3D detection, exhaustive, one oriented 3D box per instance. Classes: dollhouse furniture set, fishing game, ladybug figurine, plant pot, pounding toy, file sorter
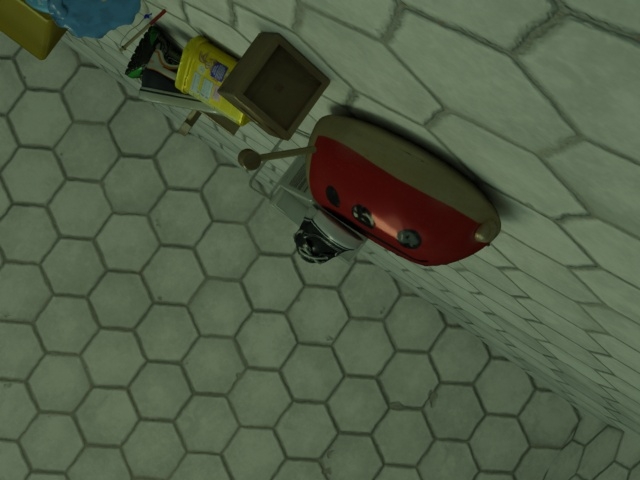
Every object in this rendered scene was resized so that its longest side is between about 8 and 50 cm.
[{"bbox_3d":[-0.281,-0.318,2.245,0.123,0.144,0.151,36,139,-11],"label":"dollhouse furniture set"},{"bbox_3d":[-0.444,-0.476,1.673,0.264,0.189,0.041,27,-148,-51],"label":"fishing game"},{"bbox_3d":[0.129,-0.080,1.545,0.449,0.161,0.305,31,173,45],"label":"ladybug figurine"},{"bbox_3d":[-0.680,-0.596,2.031,0.212,0.212,0.187,37,162,-20],"label":"plant pot"},{"bbox_3d":[-0.085,-0.214,1.442,0.181,0.206,0.094,38,175,-30],"label":"pounding toy"},{"bbox_3d":[-0.003,-0.111,2.061,0.278,0.192,0.173,38,177,-34],"label":"file sorter"}]

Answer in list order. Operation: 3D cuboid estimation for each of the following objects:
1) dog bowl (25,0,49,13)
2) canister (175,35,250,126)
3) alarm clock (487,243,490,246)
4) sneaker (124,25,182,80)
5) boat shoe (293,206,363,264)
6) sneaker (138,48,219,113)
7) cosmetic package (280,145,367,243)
[{"bbox_3d":[-0.583,-0.579,1.686,0.297,0.166,0.074,35,164,3],"label":"dog bowl"},{"bbox_3d":[-0.206,-0.328,1.757,0.170,0.073,0.126,33,131,10],"label":"canister"},{"bbox_3d":[0.263,-0.029,1.771,0.129,0.064,0.192,37,179,-22],"label":"alarm clock"},{"bbox_3d":[-0.371,-0.424,2.068,0.146,0.134,0.343,29,-175,-1],"label":"sneaker"},{"bbox_3d":[0.000,0.000,1.684,0.108,0.102,0.301,35,179,-14],"label":"boat shoe"},{"bbox_3d":[-0.234,-0.342,1.891,0.321,0.127,0.126,11,-176,-15],"label":"sneaker"},{"bbox_3d":[0.044,-0.115,1.884,0.184,0.151,0.151,39,175,-35],"label":"cosmetic package"}]
